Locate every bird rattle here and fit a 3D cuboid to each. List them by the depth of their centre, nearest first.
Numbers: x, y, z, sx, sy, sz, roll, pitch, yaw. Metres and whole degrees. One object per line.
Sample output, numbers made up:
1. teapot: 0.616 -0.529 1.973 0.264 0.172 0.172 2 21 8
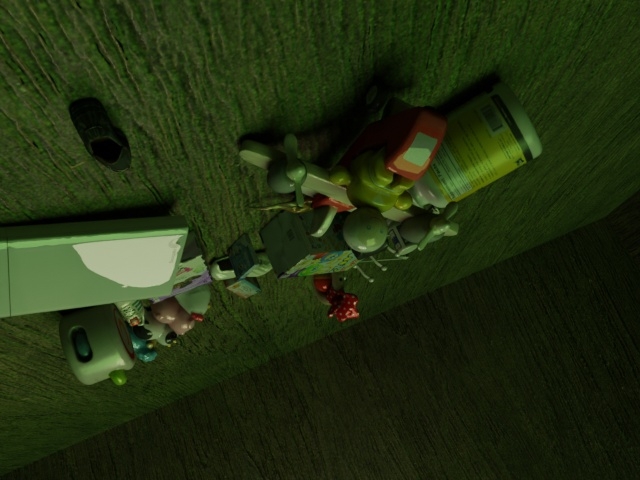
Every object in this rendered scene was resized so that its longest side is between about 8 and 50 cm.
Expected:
1. bird rattle: 0.040 0.129 1.790 0.143 0.254 0.207 -14 -177 -28

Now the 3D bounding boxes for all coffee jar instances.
1. coffee jar: 0.098 -0.045 1.439 0.096 0.185 0.079 -20 161 -12

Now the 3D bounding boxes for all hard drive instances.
1. hard drive: -0.457 0.052 1.121 0.352 0.047 0.233 -6 142 -32

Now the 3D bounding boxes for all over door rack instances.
1. over door rack: 0.242 0.047 1.996 0.324 0.108 0.239 -14 160 -28

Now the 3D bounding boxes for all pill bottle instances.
1. pill bottle: 0.310 -0.194 1.292 0.333 0.188 0.188 -30 161 18
2. pill bottle: 0.256 -0.020 1.804 0.067 0.120 0.067 -22 162 -8

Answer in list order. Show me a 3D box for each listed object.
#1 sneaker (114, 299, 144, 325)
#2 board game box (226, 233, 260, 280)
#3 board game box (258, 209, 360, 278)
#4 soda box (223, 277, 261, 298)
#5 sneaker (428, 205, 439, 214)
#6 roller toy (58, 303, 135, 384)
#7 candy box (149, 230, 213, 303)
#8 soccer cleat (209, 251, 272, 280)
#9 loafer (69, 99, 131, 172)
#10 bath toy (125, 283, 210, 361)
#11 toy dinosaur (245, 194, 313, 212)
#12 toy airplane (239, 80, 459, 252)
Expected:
1. sneaker: -0.499 0.183 1.497 0.057 0.075 0.161 -21 162 -9
2. board game box: -0.201 0.044 1.463 0.020 0.090 0.090 -3 152 -45
3. board game box: 0.000 0.000 1.508 0.275 0.144 0.142 -3 153 -45
4. soda box: -0.236 0.121 1.683 0.062 0.058 0.183 -25 162 2
5. sneaker: 0.375 -0.093 1.894 0.036 0.032 0.083 -25 161 0
6. roller toy: -0.574 0.260 1.444 0.146 0.209 0.191 -20 126 -12
7. candy box: -0.359 0.069 1.367 0.164 0.070 0.196 -21 161 -10
8. soccer cleat: -0.208 0.066 1.561 0.196 0.068 0.076 -11 155 -27
9. loafer: -0.325 -0.139 0.854 0.062 0.061 0.170 -24 162 -5
10. bath toy: -0.428 0.227 1.627 0.348 0.129 0.151 -37 157 32
11. toy dinosaur: -0.057 -0.084 1.337 0.211 0.064 0.112 -3 154 -46
12. toy airplane: 0.073 -0.091 1.129 0.385 0.273 0.384 -5 148 15
